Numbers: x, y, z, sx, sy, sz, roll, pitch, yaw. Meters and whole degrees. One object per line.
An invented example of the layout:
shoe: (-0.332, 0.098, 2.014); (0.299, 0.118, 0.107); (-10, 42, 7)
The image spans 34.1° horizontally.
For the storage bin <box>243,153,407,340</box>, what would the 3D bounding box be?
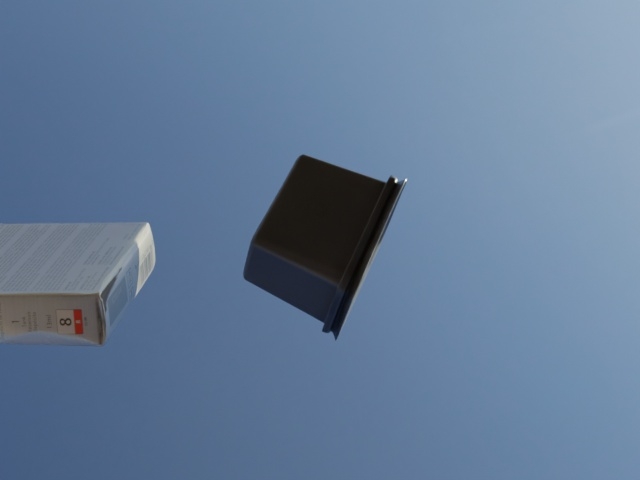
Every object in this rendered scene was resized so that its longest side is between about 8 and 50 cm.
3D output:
storage bin: (0.000, 0.000, 0.836); (0.091, 0.098, 0.135); (24, -129, 5)

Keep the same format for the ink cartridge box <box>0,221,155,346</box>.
ink cartridge box: (-0.221, 0.030, 0.739); (0.179, 0.045, 0.145); (-3, -161, 6)
